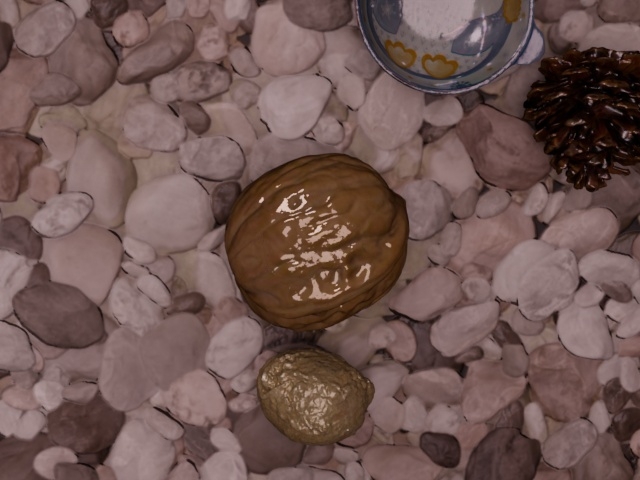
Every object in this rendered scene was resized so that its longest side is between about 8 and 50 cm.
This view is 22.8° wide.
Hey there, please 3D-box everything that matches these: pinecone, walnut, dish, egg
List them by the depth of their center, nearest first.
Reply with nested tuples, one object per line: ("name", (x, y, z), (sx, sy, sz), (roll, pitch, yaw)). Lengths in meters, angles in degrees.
("walnut", (0.000, 0.000, 1.777), (0.213, 0.213, 0.213), (-1, 98, -6))
("dish", (0.143, -0.277, 1.800), (0.228, 0.086, 0.236), (-41, 100, -1))
("pinecone", (0.311, -0.139, 1.801), (0.173, 0.173, 0.173), (-1, 98, -6))
("egg", (-0.008, 0.179, 1.834), (0.140, 0.116, 0.118), (22, 68, -13))
